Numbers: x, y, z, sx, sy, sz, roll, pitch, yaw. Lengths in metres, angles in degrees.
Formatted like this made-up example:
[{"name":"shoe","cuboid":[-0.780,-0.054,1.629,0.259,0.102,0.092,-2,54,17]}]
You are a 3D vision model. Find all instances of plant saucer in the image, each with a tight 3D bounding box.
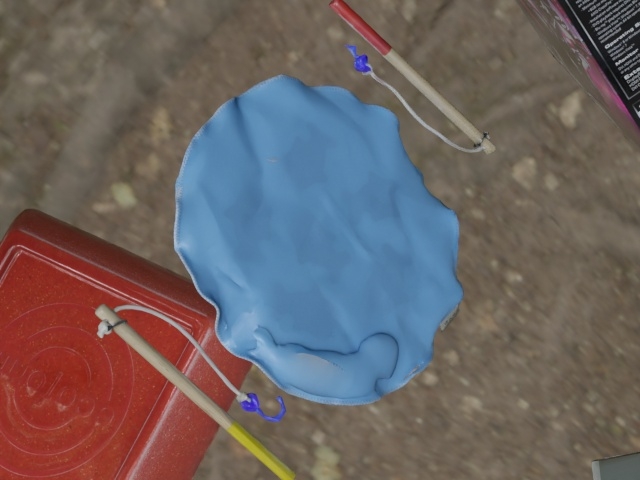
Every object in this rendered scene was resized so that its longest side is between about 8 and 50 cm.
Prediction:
[{"name":"plant saucer","cuboid":[-0.208,0.121,1.180,0.258,0.048,0.259,23,79,23]}]

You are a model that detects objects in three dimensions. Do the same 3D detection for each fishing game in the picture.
[{"name":"fishing game","cuboid":[0.000,0.000,0.827,0.041,0.189,0.264,-26,29,54]}]

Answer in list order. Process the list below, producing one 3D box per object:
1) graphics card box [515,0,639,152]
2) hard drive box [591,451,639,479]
[{"name":"graphics card box","cuboid":[0.175,-0.203,1.040,0.094,0.371,0.233,-39,46,8]},{"name":"hard drive box","cuboid":[0.211,0.234,0.801,0.089,0.232,0.181,-12,100,11]}]
